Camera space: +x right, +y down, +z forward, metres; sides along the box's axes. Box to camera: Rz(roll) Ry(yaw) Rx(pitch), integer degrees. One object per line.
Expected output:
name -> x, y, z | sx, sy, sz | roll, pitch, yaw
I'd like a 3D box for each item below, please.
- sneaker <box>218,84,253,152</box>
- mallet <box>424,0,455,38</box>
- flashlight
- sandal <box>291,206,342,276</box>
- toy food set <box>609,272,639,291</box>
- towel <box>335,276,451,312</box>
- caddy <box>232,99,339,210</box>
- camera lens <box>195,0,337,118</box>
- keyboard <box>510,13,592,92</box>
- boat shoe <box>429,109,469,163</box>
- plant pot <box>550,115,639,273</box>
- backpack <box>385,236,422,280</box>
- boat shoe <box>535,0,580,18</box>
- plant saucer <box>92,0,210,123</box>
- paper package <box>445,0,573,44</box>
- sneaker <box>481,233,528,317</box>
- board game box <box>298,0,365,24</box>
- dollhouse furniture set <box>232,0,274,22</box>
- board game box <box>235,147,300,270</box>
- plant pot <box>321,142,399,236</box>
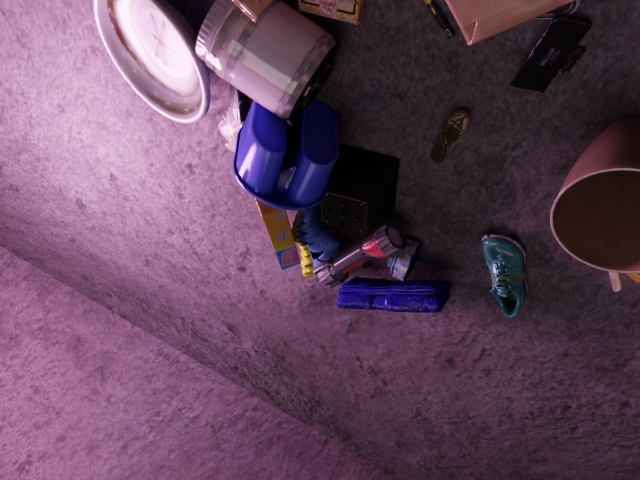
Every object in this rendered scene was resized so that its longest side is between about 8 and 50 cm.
sneaker -> -0.236, -0.334, 1.638 | 0.121, 0.099, 0.263 | 20, 139, 19
mallet -> 0.226, -0.499, 1.219 | 0.189, 0.039, 0.062 | 41, 138, -20
flashlight -> 0.118, 0.049, 1.724 | 0.304, 0.103, 0.103 | -36, 82, 41
sandal -> 0.000, 0.000, 1.834 | 0.138, 0.126, 0.317 | 8, 144, 20
toy food set -> 0.794, 0.035, 1.410 | 0.217, 0.071, 0.128 | -20, 96, 42
towel -> 0.220, 0.149, 1.763 | 0.308, 0.227, 0.076 | 1, 100, 20
caddy -> -0.088, -0.221, 1.481 | 0.241, 0.341, 0.179 | 14, 133, -13
camera lens -> -0.116, -0.429, 1.357 | 0.274, 0.219, 0.219 | 33, 141, -4
keyboard -> 0.469, -0.370, 1.191 | 0.108, 0.023, 0.180 | 8, 148, -10
boat shoe -> 0.313, -0.252, 1.423 | 0.056, 0.048, 0.153 | 35, 136, 14
plant pot -> 0.613, -0.121, 1.182 | 0.256, 0.274, 0.257 | 18, 140, 16
backpack -> 0.237, 0.055, 1.736 | 0.084, 0.114, 0.105 | 20, 141, 12
boat shoe -> 0.372, -0.460, 1.130 | 0.228, 0.076, 0.080 | 19, 140, 14
plant saucer -> -0.408, -0.495, 1.528 | 0.400, 0.100, 0.401 | 32, 150, 21
paper package -> 0.350, -0.495, 0.912 | 0.309, 0.325, 0.168 | -14, 124, 40
sneaker -> 0.505, 0.096, 1.614 | 0.107, 0.110, 0.275 | -4, 129, 35
board game box -> 0.027, -0.570, 1.255 | 0.146, 0.045, 0.194 | 19, 139, 13
dollhouse furniture set -> -0.080, -0.617, 0.997 | 0.256, 0.362, 0.394 | 41, 96, -14
board game box -> -0.143, -0.091, 1.679 | 0.064, 0.242, 0.317 | -21, 151, -5
plant pot -> 0.092, -0.123, 1.597 | 0.187, 0.167, 0.188 | 17, 138, 16
